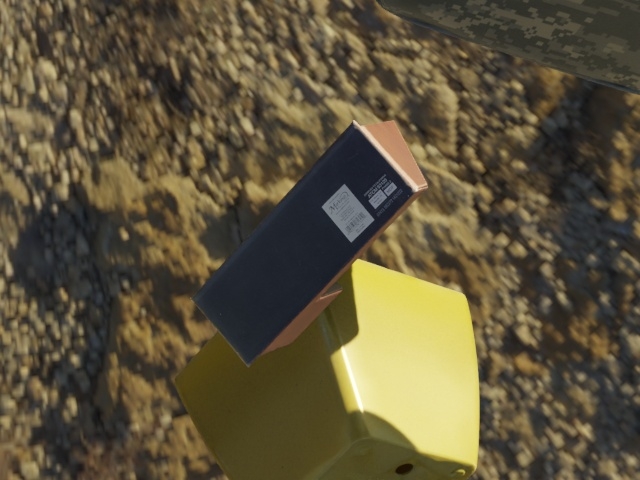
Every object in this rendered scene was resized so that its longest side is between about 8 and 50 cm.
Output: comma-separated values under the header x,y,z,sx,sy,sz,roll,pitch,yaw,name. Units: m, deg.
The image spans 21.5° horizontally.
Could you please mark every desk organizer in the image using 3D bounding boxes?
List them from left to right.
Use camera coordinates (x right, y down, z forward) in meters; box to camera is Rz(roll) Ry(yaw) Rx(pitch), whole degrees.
x,y,z,sx,sy,sz,roll,pitch,yaw,name
0.000,0.000,0.842,0.047,0.050,0.130,49,114,12,desk organizer

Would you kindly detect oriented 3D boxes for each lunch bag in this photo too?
x,y,z,sx,sy,sz,roll,pitch,yaw,name
0.212,-0.291,1.358,0.305,0.212,0.256,16,65,-8,lunch bag

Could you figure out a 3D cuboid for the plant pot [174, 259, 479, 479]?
x,y,z,sx,sy,sz,roll,pitch,yaw,name
0.024,0.160,1.533,0.212,0.187,0.212,18,126,-36,plant pot
